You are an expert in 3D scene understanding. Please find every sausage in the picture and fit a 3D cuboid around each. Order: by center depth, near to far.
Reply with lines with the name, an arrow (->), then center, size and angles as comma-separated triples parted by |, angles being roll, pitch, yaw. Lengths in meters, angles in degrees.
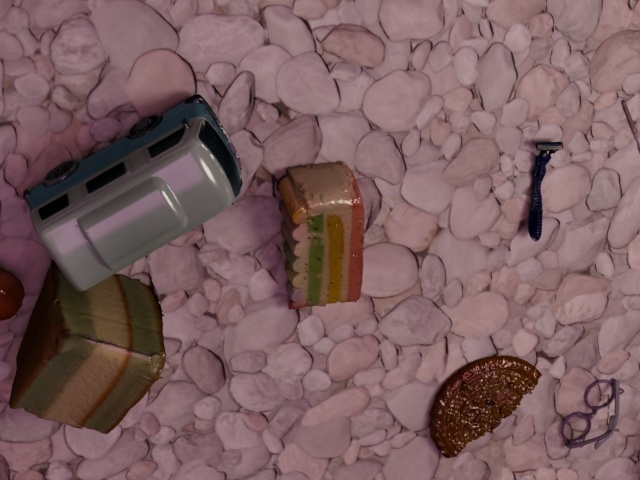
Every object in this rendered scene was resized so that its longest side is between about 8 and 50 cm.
sausage -> -0.487, 0.046, 1.529 | 0.198, 0.076, 0.076 | 27, 105, -22

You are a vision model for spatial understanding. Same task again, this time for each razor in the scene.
razor -> 0.323, -0.074, 1.715 | 0.044, 0.028, 0.154 | -4, 114, -18

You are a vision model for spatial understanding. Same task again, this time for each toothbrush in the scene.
toothbrush -> 0.463, -0.166, 1.722 | 0.006, 0.008, 0.097 | -36, 118, -13

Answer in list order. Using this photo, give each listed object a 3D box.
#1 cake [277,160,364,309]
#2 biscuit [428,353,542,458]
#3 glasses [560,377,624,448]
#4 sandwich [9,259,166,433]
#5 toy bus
cake -> 0.006, 0.009, 1.637 | 0.109, 0.090, 0.225 | -11, 117, -14
biscuit -> 0.247, 0.254, 1.844 | 0.206, 0.025, 0.126 | -45, 117, 7
glasses -> 0.453, 0.297, 1.875 | 0.062, 0.104, 0.140 | 29, 100, -23
sandwich -> -0.311, 0.168, 1.544 | 0.155, 0.227, 0.198 | 17, 108, -21
toy bus -> -0.232, -0.057, 1.498 | 0.271, 0.165, 0.133 | -30, 117, 0
